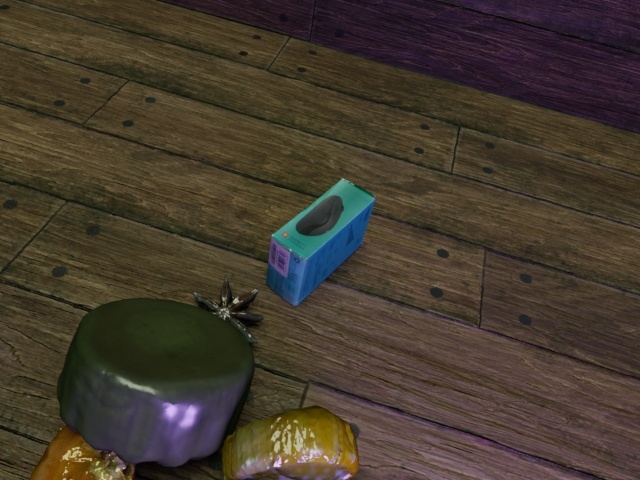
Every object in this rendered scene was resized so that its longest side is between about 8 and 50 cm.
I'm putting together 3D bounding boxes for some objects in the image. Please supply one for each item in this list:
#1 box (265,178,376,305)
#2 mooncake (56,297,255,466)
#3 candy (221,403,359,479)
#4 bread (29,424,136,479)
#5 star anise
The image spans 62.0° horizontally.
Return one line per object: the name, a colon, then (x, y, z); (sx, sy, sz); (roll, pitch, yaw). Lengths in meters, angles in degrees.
box: (0.000, 0.000, 1.410); (0.118, 0.205, 0.311); (36, 53, 17)
mooncake: (-0.315, 0.268, 1.038); (0.357, 0.194, 0.356); (16, 17, -5)
candy: (-0.056, 0.405, 0.999); (0.260, 0.260, 0.118); (1, 50, -10)
bread: (-0.434, 0.449, 0.972); (0.179, 0.133, 0.250); (10, 46, 3)
star anise: (-0.225, 0.175, 1.301); (0.205, 0.061, 0.180); (17, 59, 11)
